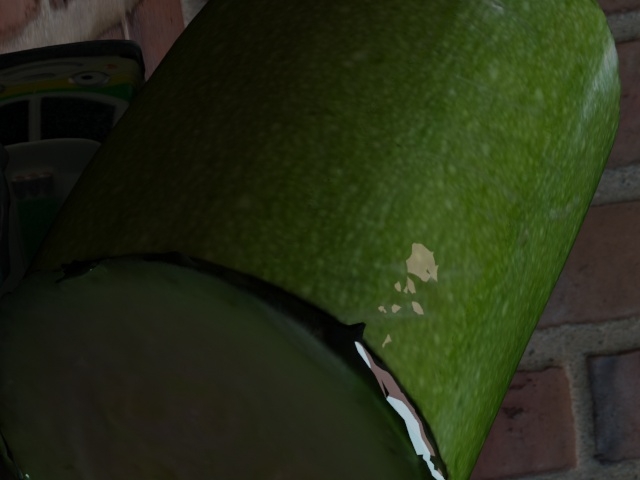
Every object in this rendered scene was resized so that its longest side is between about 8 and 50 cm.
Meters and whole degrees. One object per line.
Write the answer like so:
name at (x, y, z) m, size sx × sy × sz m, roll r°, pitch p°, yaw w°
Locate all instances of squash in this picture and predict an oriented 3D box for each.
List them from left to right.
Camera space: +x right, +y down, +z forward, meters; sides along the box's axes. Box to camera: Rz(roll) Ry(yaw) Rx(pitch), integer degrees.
squash at (0.000, 0.000, 1.091) m, size 0.384 × 0.263 × 0.263 m, roll -61°, pitch 148°, yaw -48°

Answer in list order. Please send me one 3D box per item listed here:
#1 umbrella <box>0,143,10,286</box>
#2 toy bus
umbrella at (-0.197, -0.008, 0.896) m, size 0.349 × 0.094 × 0.143 m, roll -97°, pitch 172°, yaw -62°
toy bus at (-0.153, 0.028, 1.264) m, size 0.164 × 0.134 × 0.276 m, roll -94°, pitch 174°, yaw -65°
